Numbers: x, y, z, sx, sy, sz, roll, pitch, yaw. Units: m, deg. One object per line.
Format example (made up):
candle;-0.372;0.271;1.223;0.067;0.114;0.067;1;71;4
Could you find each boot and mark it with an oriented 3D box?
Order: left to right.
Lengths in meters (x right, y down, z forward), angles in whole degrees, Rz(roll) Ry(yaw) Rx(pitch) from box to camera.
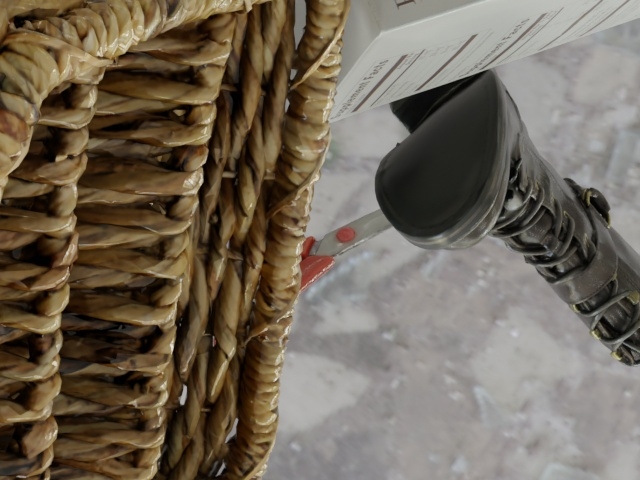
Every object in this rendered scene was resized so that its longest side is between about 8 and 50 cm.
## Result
boot;0.142;-0.006;0.961;0.091;0.263;0.229;-37;108;20

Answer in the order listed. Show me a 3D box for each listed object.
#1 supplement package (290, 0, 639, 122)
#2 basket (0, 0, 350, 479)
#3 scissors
supplement package;0.089;-0.165;0.730;0.244;0.134;0.139;-21;82;-19
basket;-0.112;0.033;0.584;0.223;0.213;0.299;10;115;-5
scissors;0.000;0.000;1.282;0.297;0.109;0.021;-39;141;-20
